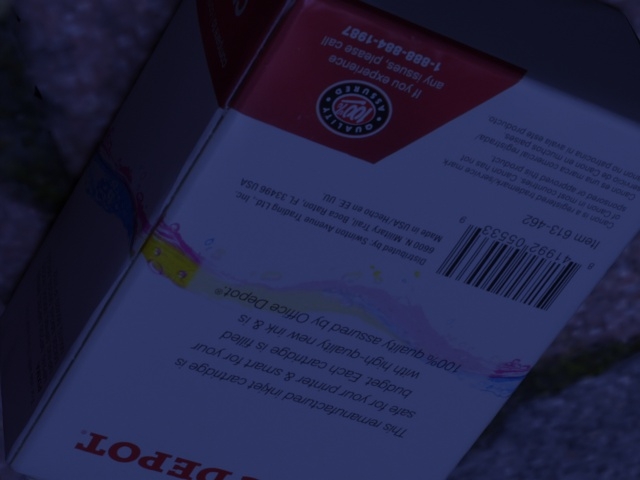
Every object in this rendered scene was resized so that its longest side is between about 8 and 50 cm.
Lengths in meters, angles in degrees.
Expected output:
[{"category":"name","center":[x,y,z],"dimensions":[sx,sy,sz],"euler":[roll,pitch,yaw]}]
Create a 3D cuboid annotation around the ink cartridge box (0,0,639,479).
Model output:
[{"category":"ink cartridge box","center":[0.000,0.000,0.565],"dimensions":[0.127,0.072,0.175],"euler":[19,122,-26]}]
